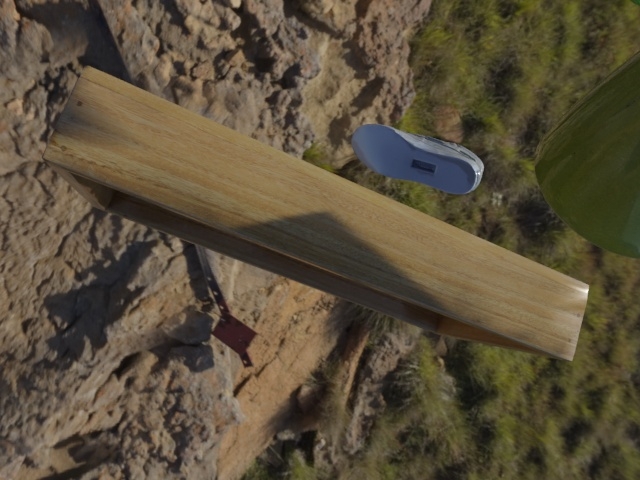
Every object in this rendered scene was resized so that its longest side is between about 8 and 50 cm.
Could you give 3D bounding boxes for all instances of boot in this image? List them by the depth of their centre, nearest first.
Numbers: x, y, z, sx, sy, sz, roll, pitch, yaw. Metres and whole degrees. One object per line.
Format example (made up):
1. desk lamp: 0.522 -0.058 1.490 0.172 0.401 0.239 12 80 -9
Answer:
1. boot: 0.195 -0.165 0.949 0.123 0.258 0.095 -35 147 -60

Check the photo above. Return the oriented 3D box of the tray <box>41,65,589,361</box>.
1. tray: 0.000 0.000 0.435 0.410 0.203 0.076 23 80 -14

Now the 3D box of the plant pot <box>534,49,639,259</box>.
1. plant pot: 0.481 -0.160 0.623 0.274 0.293 0.275 2 62 -4

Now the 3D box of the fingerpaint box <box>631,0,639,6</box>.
1. fingerpaint box: 0.820 -0.704 1.019 0.444 0.163 0.371 21 104 -19
